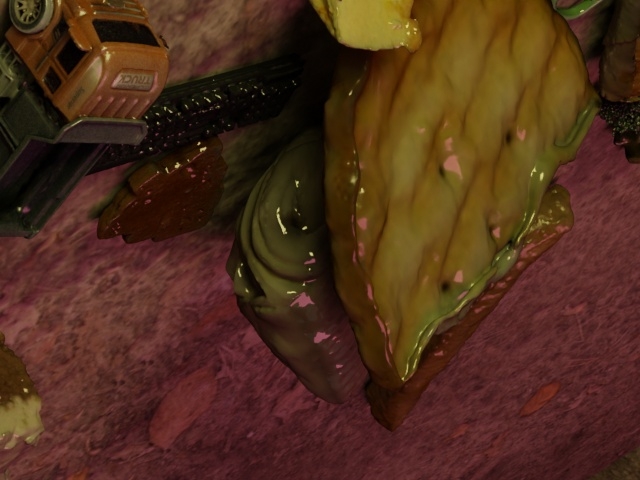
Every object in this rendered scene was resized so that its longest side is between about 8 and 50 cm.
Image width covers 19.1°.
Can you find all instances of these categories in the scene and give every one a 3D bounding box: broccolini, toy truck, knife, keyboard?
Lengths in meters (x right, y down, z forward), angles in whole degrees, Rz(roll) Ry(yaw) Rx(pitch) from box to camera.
[{"bbox_3d":[0.317,-0.112,1.897,0.058,0.067,0.216,0,165,16],"label":"broccolini"},{"bbox_3d":[-0.176,-0.076,1.192,0.192,0.092,0.083,-47,155,27],"label":"toy truck"},{"bbox_3d":[0.180,-0.212,1.545,0.054,0.015,0.212,-33,161,16],"label":"knife"},{"bbox_3d":[-0.110,-0.084,1.372,0.231,0.023,0.072,-19,156,-36],"label":"keyboard"}]

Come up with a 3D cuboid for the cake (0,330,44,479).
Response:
[{"bbox_3d":[-0.293,0.122,1.359,0.135,0.147,0.135,-8,148,-48],"label":"cake"}]

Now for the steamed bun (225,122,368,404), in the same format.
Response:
[{"bbox_3d":[0.001,-0.002,1.550,0.211,0.144,0.218,-55,146,-19],"label":"steamed bun"}]

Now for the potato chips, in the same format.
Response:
[{"bbox_3d":[0.140,0.091,2.056,0.080,0.057,0.407,-10,147,-41],"label":"potato chips"}]

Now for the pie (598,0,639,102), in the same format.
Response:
[{"bbox_3d":[0.308,-0.220,1.647,0.129,0.068,0.282,-28,154,-19],"label":"pie"}]

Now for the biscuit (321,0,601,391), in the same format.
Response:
[{"bbox_3d":[0.108,-0.066,1.471,0.335,0.078,0.329,-17,114,-47],"label":"biscuit"}]

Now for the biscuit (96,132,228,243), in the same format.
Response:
[{"bbox_3d":[-0.116,-0.033,1.471,0.119,0.019,0.130,-37,158,2],"label":"biscuit"}]

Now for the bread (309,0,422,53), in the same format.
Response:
[{"bbox_3d":[0.031,-0.184,1.261,0.084,0.109,0.080,-9,150,-41],"label":"bread"}]
